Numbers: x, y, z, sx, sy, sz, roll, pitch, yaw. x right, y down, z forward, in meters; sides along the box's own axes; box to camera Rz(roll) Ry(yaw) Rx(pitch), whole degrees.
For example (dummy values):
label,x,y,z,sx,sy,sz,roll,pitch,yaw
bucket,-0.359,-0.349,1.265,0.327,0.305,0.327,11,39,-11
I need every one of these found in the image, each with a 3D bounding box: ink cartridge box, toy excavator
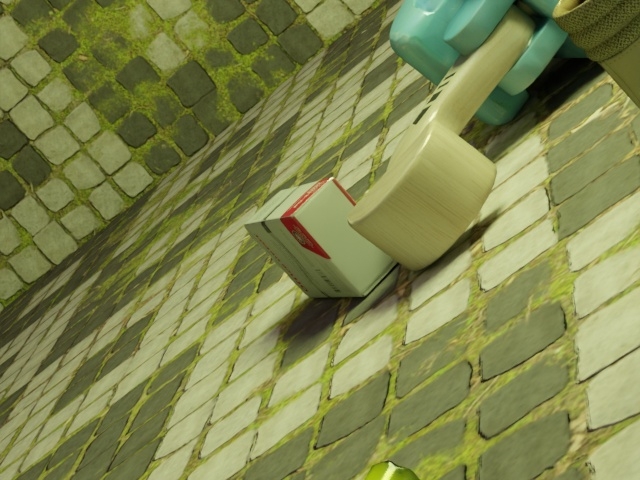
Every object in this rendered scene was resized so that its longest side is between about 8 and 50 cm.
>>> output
label,x,y,z,sx,sy,sz,roll,pitch,yaw
ink cartridge box,0.000,0.000,1.485,0.063,0.109,0.150,-46,13,-16
toy excavator,0.167,-0.187,1.517,0.445,0.222,0.433,-55,13,1

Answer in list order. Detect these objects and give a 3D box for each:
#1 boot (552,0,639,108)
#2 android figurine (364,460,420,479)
label,x,y,z,sx,sy,sz,roll,pitch,yaw
boot,0.280,-0.157,0.949,0.262,0.203,0.095,-47,14,-18
android figurine,-0.041,0.245,0.886,0.248,0.056,0.273,-27,17,49
